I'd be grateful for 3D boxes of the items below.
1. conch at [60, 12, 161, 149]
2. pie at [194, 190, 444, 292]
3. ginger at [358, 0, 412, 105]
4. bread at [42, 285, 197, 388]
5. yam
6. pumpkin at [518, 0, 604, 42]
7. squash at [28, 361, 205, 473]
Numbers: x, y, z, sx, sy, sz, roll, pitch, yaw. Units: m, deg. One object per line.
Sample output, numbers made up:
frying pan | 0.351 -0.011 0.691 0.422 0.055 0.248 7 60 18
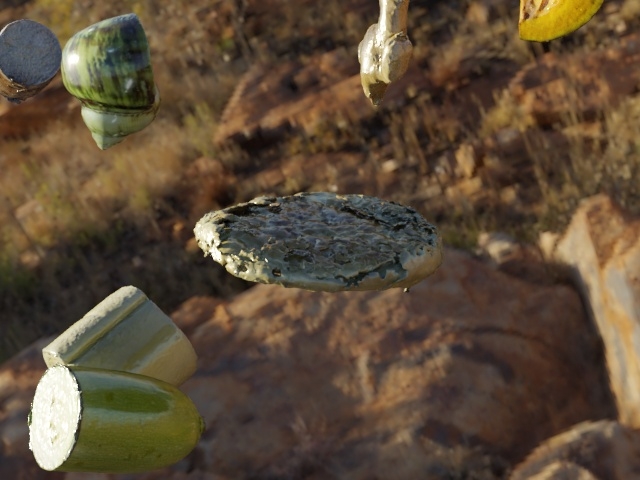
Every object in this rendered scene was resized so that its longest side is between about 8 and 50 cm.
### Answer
conch | -0.289 -0.219 1.801 0.124 0.182 0.187 -27 31 -14
pie | 0.000 0.000 1.369 0.274 0.055 0.274 4 17 -1
ginger | 0.097 -0.319 1.933 0.058 0.214 0.133 3 -6 -19
bread | -0.254 0.153 1.637 0.141 0.148 0.134 -40 0 -24
yam | -0.326 -0.196 1.410 0.079 0.079 0.141 -35 12 -15
pumpkin | 0.332 -0.410 1.769 0.149 0.254 0.130 3 45 23
squash | -0.215 0.199 1.428 0.186 0.123 0.123 8 16 -32
